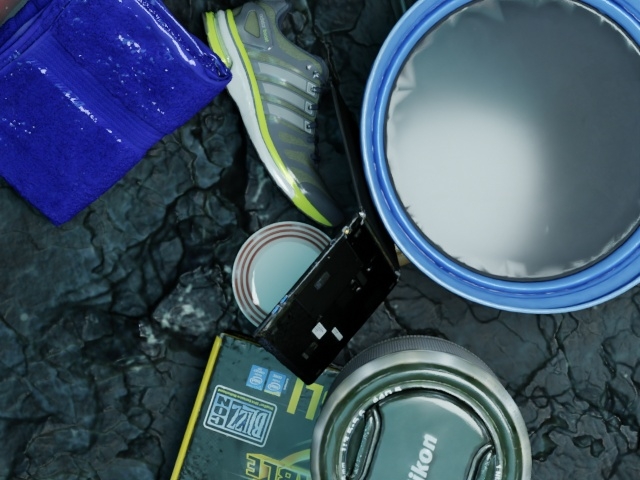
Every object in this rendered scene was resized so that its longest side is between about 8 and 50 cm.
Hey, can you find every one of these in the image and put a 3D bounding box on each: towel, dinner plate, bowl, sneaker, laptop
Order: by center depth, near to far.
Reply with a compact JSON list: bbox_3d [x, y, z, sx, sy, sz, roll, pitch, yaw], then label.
[{"bbox_3d":[0.234,-0.115,1.427,0.391,0.077,0.391,0,91,-4],"label":"bowl"},{"bbox_3d":[0.000,0.000,1.443,0.136,0.234,0.264,38,84,23],"label":"laptop"},{"bbox_3d":[-0.283,-0.172,1.497,0.308,0.076,0.227,-37,107,25],"label":"towel"},{"bbox_3d":[-0.035,-0.156,1.540,0.121,0.111,0.300,-25,91,0],"label":"sneaker"},{"bbox_3d":[-0.038,0.047,1.587,0.141,0.017,0.141,0,92,3],"label":"dinner plate"}]

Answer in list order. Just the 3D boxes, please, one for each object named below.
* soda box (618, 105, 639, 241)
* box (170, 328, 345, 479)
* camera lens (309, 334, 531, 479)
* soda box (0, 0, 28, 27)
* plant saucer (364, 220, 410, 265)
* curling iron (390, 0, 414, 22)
[{"bbox_3d":[0.394,-0.118,1.522,0.098,0.091,0.286,41,93,1],"label":"soda box"},{"bbox_3d":[-0.007,0.276,1.560,0.321,0.079,0.257,18,90,3],"label":"box"},{"bbox_3d":[0.103,0.215,1.378,0.219,0.274,0.220,0,91,3],"label":"camera lens"},{"bbox_3d":[-0.274,-0.321,1.560,0.263,0.083,0.092,-29,90,3],"label":"soda box"},{"bbox_3d":[0.090,-0.010,1.579,0.083,0.015,0.084,0,91,3],"label":"plant saucer"},{"bbox_3d":[0.077,-0.320,1.565,0.068,0.035,0.274,-21,89,8],"label":"curling iron"}]
